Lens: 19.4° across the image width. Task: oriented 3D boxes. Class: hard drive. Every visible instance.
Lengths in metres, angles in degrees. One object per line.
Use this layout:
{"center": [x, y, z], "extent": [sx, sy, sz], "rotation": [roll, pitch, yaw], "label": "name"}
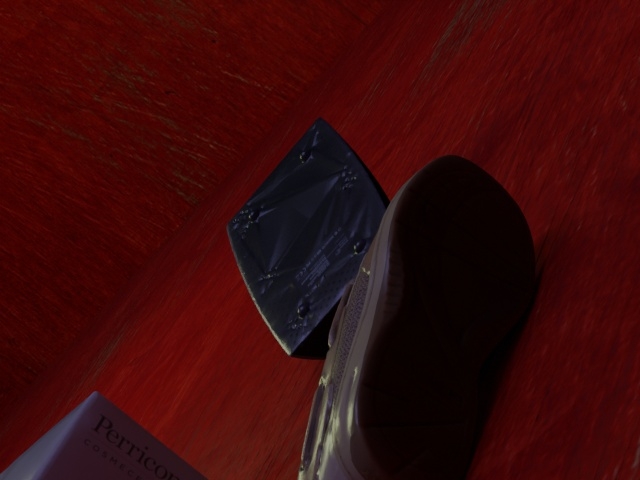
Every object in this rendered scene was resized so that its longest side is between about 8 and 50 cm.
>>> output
{"center": [0.000, 0.000, 1.832], "extent": [0.172, 0.054, 0.254], "rotation": [-49, 32, 12], "label": "hard drive"}

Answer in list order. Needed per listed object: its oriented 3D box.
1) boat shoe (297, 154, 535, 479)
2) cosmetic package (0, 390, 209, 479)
{"center": [0.057, 0.066, 1.294], "extent": [0.110, 0.122, 0.341], "rotation": [-43, 13, 39], "label": "boat shoe"}
{"center": [-0.176, 0.309, 1.177], "extent": [0.156, 0.217, 0.385], "rotation": [-42, 14, 43], "label": "cosmetic package"}
